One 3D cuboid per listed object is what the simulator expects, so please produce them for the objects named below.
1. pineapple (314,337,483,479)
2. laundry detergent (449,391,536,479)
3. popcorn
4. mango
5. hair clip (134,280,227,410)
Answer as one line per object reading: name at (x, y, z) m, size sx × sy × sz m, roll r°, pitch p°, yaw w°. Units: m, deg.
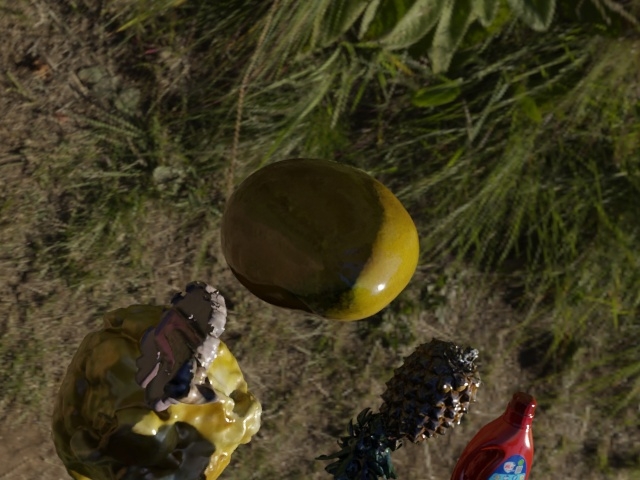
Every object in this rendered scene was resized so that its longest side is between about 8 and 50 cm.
pineapple at (0.092, 0.189, 0.880) m, size 0.103 × 0.221 × 0.083 m, roll 37°, pitch 20°, yaw -1°
laundry detergent at (0.207, 0.253, 1.003) m, size 0.097 × 0.049 × 0.165 m, roll 8°, pitch 108°, yaw -23°
popcorn at (-0.306, 0.298, 1.569) m, size 0.344 × 0.390 × 0.354 m, roll 9°, pitch 74°, yaw -30°
mango at (0.000, 0.000, 1.042) m, size 0.211 × 0.317 × 0.173 m, roll -24°, pitch 118°, yaw -19°
hair clip at (-0.170, 0.146, 1.062) m, size 0.069 × 0.300 × 0.173 m, roll 36°, pitch 89°, yaw -16°
